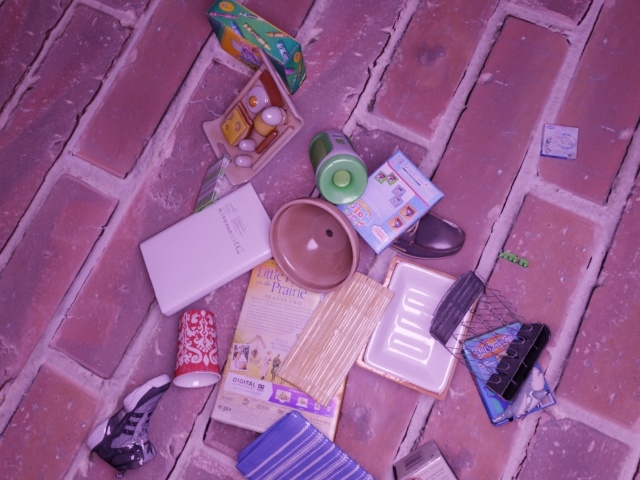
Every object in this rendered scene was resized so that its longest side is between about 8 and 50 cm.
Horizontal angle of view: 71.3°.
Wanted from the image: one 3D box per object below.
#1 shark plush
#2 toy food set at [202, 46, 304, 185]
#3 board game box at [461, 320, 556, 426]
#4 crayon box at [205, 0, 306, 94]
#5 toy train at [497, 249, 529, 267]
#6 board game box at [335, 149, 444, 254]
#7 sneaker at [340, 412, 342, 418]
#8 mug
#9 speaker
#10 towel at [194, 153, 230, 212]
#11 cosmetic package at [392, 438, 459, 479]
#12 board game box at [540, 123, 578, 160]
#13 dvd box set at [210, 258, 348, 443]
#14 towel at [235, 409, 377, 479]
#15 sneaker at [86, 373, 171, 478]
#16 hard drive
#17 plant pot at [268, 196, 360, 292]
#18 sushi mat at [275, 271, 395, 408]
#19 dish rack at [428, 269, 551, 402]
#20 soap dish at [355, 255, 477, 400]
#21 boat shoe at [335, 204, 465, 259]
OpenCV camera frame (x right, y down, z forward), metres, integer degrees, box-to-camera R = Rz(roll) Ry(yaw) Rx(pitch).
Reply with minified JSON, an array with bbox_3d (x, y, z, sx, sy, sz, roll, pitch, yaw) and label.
[{"bbox_3d":[0.477,0.378,1.068,0.067,0.073,0.161,47,107,29],"label":"shark plush"},{"bbox_3d":[-0.195,-0.324,1.204,0.306,0.092,0.220,-37,75,35],"label":"toy food set"},{"bbox_3d":[0.461,0.329,1.114,0.159,0.047,0.211,-20,79,0],"label":"board game box"},{"bbox_3d":[-0.176,-0.553,1.273,0.278,0.165,0.081,36,84,10],"label":"crayon box"},{"bbox_3d":[0.510,0.047,1.181,0.083,0.017,0.024,25,72,9],"label":"toy train"},{"bbox_3d":[0.167,-0.093,1.093,0.211,0.039,0.160,-41,76,1],"label":"board game box"},{"bbox_3d":[-0.043,0.477,1.114,0.209,0.069,0.082,-37,79,-2],"label":"sneaker"},{"bbox_3d":[-0.329,0.279,1.141,0.150,0.113,0.170,-25,54,22],"label":"mug"},{"bbox_3d":[0.038,-0.193,1.120,0.131,0.297,0.131,-2,116,-5],"label":"speaker"},{"bbox_3d":[-0.298,-0.154,1.230,0.023,0.113,0.152,27,61,-32],"label":"towel"},{"bbox_3d":[0.298,0.636,1.017,0.129,0.153,0.296,-33,77,-1],"label":"cosmetic package"},{"bbox_3d":[0.657,-0.271,1.228,0.090,0.020,0.090,10,81,7],"label":"board game box"},{"bbox_3d":[-0.071,0.268,1.123,0.307,0.062,0.421,9,73,11],"label":"dvd box set"},{"bbox_3d":[-0.010,0.554,1.029,0.336,0.040,0.243,41,113,-4],"label":"towel"},{"bbox_3d":[-0.452,0.474,1.134,0.268,0.101,0.153,-44,80,1],"label":"sneaker"},{"bbox_3d":[-0.296,0.017,1.204,0.352,0.047,0.233,-30,61,-2],"label":"hard drive"},{"bbox_3d":[0.000,0.000,1.092,0.237,0.109,0.238,12,116,25],"label":"plant pot"},{"bbox_3d":[0.037,0.222,1.068,0.151,0.019,0.317,27,77,27],"label":"sushi mat"},{"bbox_3d":[0.386,0.211,1.031,0.271,0.074,0.208,43,74,-15],"label":"dish rack"},{"bbox_3d":[0.241,0.214,1.118,0.228,0.118,0.291,20,82,8],"label":"soap dish"},{"bbox_3d":[0.203,-0.042,1.163,0.354,0.130,0.133,16,81,7],"label":"boat shoe"}]
